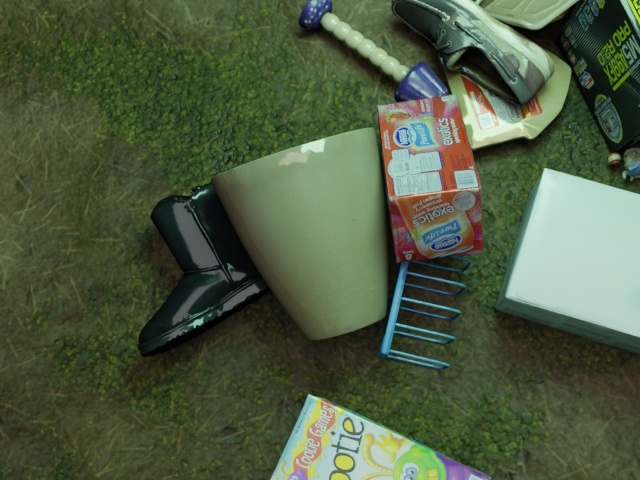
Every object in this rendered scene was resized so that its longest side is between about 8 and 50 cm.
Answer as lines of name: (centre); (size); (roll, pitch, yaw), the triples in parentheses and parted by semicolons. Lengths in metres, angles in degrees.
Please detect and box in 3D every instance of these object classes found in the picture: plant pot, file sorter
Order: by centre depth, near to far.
plant pot: (0.000, 0.000, 1.318); (0.257, 0.256, 0.273); (-18, 93, 1)
file sorter: (0.157, 0.103, 1.328); (0.105, 0.118, 0.170); (12, 79, 4)

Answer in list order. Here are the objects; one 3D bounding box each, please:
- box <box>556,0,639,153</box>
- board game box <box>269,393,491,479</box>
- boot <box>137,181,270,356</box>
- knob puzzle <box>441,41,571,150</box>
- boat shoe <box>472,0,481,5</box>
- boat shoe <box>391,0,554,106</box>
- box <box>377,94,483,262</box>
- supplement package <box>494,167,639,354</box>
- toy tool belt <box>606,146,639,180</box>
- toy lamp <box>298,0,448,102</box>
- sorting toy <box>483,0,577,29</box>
box: (0.446, -0.264, 1.291); (0.060, 0.270, 0.216); (-22, 82, -2)
board game box: (0.084, 0.344, 1.268); (0.275, 0.142, 0.144); (23, 81, 9)
boot: (-0.215, 0.041, 1.382); (0.247, 0.094, 0.207); (-31, 81, -9)
knob puzzle: (0.311, -0.245, 1.428); (0.213, 0.030, 0.213); (-2, 72, 5)
boat shoe: (0.134, -0.475, 1.463); (0.305, 0.091, 0.109); (28, 82, 10)
boat shoe: (0.227, -0.310, 1.388); (0.285, 0.103, 0.092); (33, 73, 8)
box: (0.159, -0.097, 1.302); (0.128, 0.122, 0.256); (-7, 39, 4)
supplement package: (0.419, 0.038, 1.302); (0.262, 0.145, 0.203); (17, 80, 8)
toy tool belt: (0.496, -0.117, 1.376); (0.083, 0.052, 0.051); (-9, 70, 3)
toy lamp: (0.089, -0.302, 1.440); (0.275, 0.080, 0.080); (39, 84, 14)
sorting toy: (0.368, -0.395, 1.397); (0.208, 0.193, 0.038); (-33, 117, -4)
